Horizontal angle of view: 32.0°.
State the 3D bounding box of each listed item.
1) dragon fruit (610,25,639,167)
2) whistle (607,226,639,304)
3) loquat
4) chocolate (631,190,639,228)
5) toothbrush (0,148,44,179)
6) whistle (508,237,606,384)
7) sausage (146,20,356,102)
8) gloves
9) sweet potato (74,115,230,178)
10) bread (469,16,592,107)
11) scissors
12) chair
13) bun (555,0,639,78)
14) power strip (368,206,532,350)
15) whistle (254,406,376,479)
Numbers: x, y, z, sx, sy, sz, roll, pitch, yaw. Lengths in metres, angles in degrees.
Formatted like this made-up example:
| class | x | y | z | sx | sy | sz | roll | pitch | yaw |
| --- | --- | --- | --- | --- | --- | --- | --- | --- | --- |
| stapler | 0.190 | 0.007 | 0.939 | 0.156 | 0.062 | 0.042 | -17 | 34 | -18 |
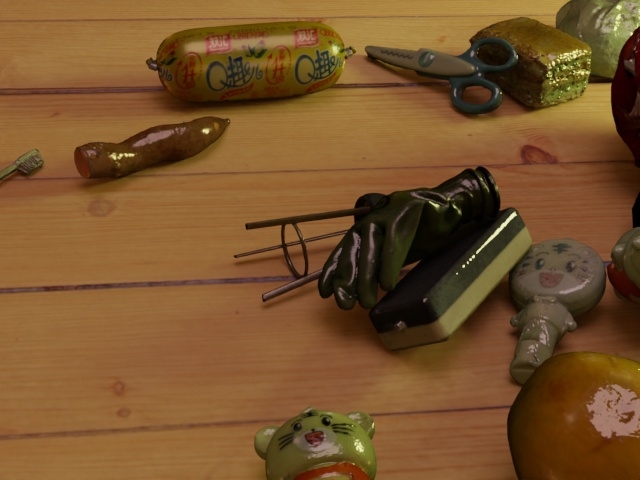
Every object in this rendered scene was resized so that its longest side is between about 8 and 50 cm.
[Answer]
| class | x | y | z | sx | sy | sz | roll | pitch | yaw |
| --- | --- | --- | --- | --- | --- | --- | --- | --- | --- |
| dragon fruit | 0.584 | -0.217 | 1.664 | 0.296 | 0.295 | 0.302 | 27 | 29 | 26 |
| whistle | 0.415 | 0.030 | 1.393 | 0.106 | 0.253 | 0.101 | -43 | 83 | -4 |
| loquat | 0.304 | 0.222 | 1.125 | 0.213 | 0.213 | 0.246 | -15 | 27 | -23 |
| chocolate | 0.565 | -0.014 | 1.501 | 0.177 | 0.224 | 0.206 | 18 | 59 | -21 |
| toothbrush | -0.491 | -0.055 | 1.559 | 0.028 | 0.026 | 0.294 | 35 | 45 | 13 |
| whistle | 0.293 | 0.084 | 1.423 | 0.126 | 0.067 | 0.258 | 2 | 39 | 25 |
| sausage | -0.109 | -0.292 | 1.819 | 0.347 | 0.123 | 0.123 | -7 | 39 | -12 |
| gloves | 0.106 | -0.008 | 1.411 | 0.268 | 0.135 | 0.107 | -36 | 71 | -17 |
| sweet potato | -0.233 | -0.143 | 1.669 | 0.281 | 0.067 | 0.059 | -18 | 80 | -34 |
| bread | 0.355 | -0.312 | 1.908 | 0.138 | 0.102 | 0.196 | -17 | 40 | -29 |
| scissors | 0.195 | -0.298 | 1.897 | 0.289 | 0.138 | 0.041 | 19 | -5 | 35 |
| chair | 0.001 | 0.000 | 1.486 | 0.222 | 0.104 | 0.095 | -14 | 11 | -17 |
| bun | 0.525 | -0.383 | 1.997 | 0.204 | 0.126 | 0.212 | 3 | 38 | 1 |
| power strip | 0.167 | 0.051 | 1.417 | 0.105 | 0.070 | 0.257 | -20 | 14 | 46 |
| whistle | 0.011 | 0.273 | 1.116 | 0.131 | 0.106 | 0.288 | -8 | 39 | -5 |
